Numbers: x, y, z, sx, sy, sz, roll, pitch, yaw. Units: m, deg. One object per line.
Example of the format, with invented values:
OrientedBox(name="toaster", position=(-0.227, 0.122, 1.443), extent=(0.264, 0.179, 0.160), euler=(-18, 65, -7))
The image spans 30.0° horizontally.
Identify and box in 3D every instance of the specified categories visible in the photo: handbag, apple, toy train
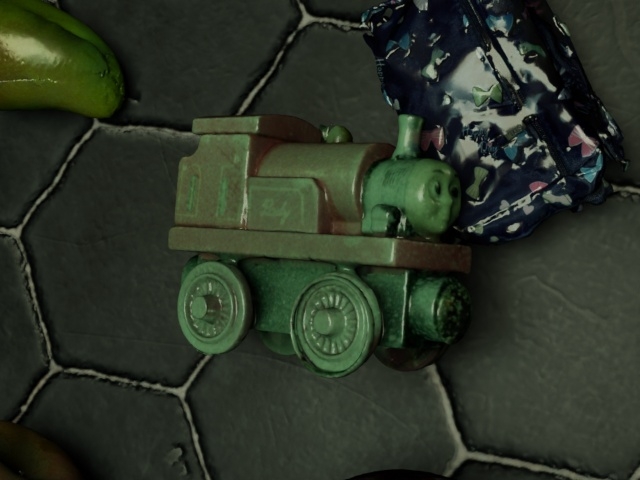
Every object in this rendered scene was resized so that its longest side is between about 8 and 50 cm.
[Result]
OrientedBox(name="handbag", position=(0.151, -0.128, 1.046), extent=(0.162, 0.113, 0.260), euler=(-31, 78, 25))
OrientedBox(name="apple", position=(-0.316, 0.272, 1.130), extent=(0.188, 0.188, 0.173), euler=(37, 102, 19))
OrientedBox(name="toy train", position=(0.000, 0.000, 1.043), extent=(0.304, 0.150, 0.221), euler=(5, 89, 38))

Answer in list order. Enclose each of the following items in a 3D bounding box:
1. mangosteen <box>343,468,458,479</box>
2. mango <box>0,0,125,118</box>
OrientedBox(name="mangosteen", position=(0.067, 0.330, 0.955), extent=(0.288, 0.288, 0.287), euler=(-2, 83, 20))
OrientedBox(name="mango", position=(-0.308, -0.188, 1.221), extent=(0.233, 0.111, 0.125), euler=(30, 109, 8))
